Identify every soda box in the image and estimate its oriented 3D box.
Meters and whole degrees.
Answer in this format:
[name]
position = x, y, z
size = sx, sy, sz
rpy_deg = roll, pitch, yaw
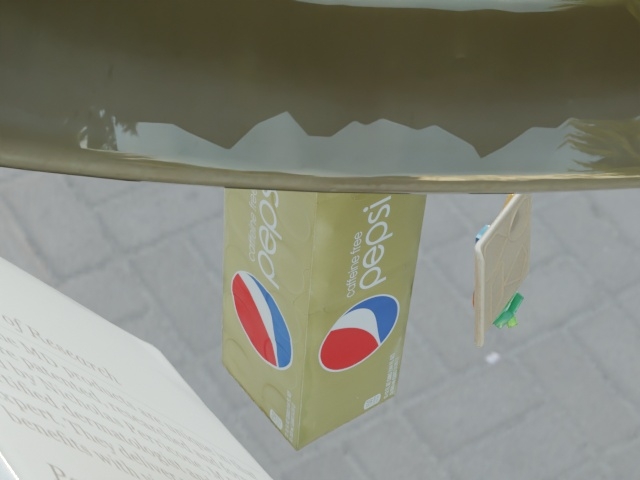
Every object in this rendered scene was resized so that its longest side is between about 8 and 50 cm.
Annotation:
[soda box]
position = 0.000, 0.000, 0.592
size = 0.058, 0.181, 0.061
rpy_deg = -26, 54, -26

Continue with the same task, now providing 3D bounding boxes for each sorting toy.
[sorting toy]
position = 0.079, 0.018, 0.660
size = 0.012, 0.083, 0.062
rpy_deg = 16, 46, 22

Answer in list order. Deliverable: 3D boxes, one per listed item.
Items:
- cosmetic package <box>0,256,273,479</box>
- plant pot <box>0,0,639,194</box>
[cosmetic package]
position = -0.173, 0.219, 0.653
size = 0.329, 0.327, 0.394
rpy_deg = -50, 50, 1
[plant pot]
position = 0.050, -0.162, 0.247
size = 0.323, 0.323, 0.280
rpy_deg = 0, 84, -11
